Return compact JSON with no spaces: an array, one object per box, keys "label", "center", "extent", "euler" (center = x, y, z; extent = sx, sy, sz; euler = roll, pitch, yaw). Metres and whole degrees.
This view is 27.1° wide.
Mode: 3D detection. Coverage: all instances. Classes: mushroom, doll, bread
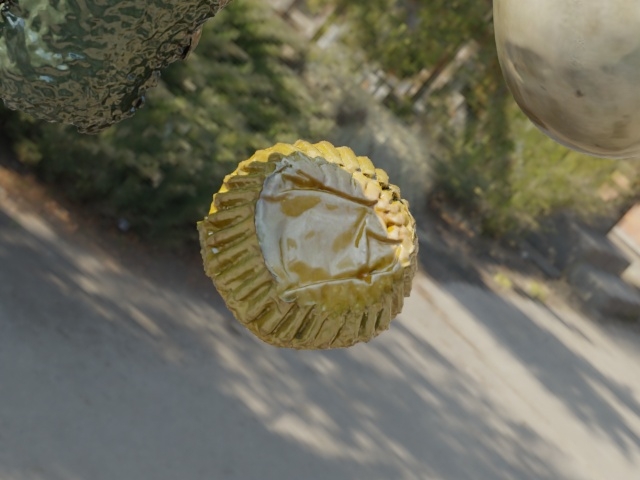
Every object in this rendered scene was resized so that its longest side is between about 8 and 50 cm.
[{"label":"mushroom","center":[0.198,-0.156,0.828],"extent":[0.209,0.206,0.206],"euler":[-8,38,-23]},{"label":"doll","center":[-0.164,-0.259,1.149],"extent":[0.247,0.349,0.247],"euler":[32,11,-7]},{"label":"bread","center":[0.001,0.001,1.386],"extent":[0.240,0.240,0.139],"euler":[39,-25,-10]}]
